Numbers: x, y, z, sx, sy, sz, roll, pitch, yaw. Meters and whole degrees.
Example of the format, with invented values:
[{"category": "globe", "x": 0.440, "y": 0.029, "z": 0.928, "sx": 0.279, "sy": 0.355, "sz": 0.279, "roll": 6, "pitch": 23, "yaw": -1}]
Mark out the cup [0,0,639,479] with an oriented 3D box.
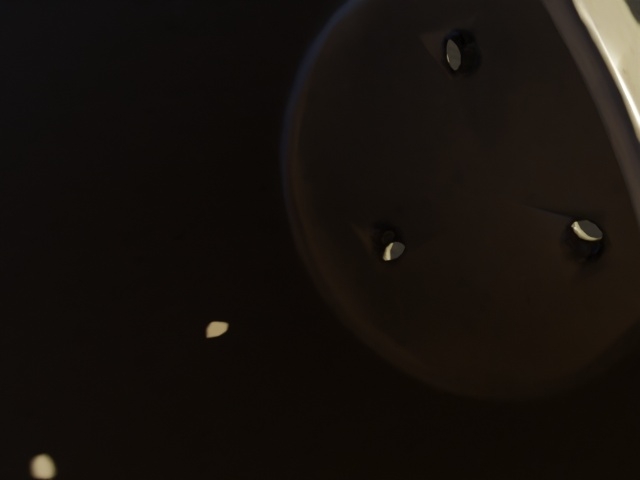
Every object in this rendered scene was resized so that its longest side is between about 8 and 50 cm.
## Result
[{"category": "cup", "x": 0.000, "y": 0.000, "z": 0.513, "sx": 0.237, "sy": 0.331, "sz": 0.331, "roll": -22, "pitch": 124, "yaw": -53}]
